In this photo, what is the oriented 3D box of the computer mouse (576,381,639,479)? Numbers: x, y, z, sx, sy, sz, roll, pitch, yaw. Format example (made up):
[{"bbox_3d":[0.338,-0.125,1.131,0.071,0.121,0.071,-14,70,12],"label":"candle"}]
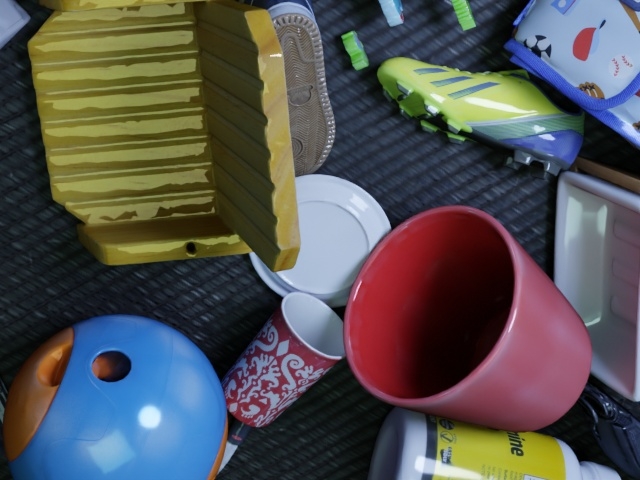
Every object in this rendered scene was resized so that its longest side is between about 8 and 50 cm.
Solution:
[{"bbox_3d":[0.415,0.269,1.519,0.272,0.188,0.072,38,94,-26],"label":"computer mouse"}]

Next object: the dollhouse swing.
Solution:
[{"bbox_3d":[-0.196,-0.125,1.262,0.315,0.305,0.347,-5,110,-2],"label":"dollhouse swing"}]

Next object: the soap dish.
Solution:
[{"bbox_3d":[0.412,0.048,1.413,0.118,0.229,0.291,-9,110,-19],"label":"soap dish"}]

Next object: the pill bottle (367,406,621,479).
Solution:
[{"bbox_3d":[0.247,0.354,1.515,0.334,0.188,0.188,15,107,-9],"label":"pill bottle"}]

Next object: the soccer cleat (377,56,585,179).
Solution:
[{"bbox_3d":[0.212,-0.182,1.396,0.289,0.093,0.121,24,83,-9],"label":"soccer cleat"}]

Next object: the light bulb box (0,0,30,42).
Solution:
[{"bbox_3d":[-0.601,-0.257,1.229,0.361,0.225,0.358,-41,107,8],"label":"light bulb box"}]

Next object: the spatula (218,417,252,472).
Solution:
[{"bbox_3d":[-0.138,0.308,1.554,0.084,0.030,0.296,27,104,-13],"label":"spatula"}]

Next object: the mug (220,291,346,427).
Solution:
[{"bbox_3d":[-0.040,0.169,1.450,0.150,0.113,0.169,12,128,-45],"label":"mug"}]

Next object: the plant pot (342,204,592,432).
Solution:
[{"bbox_3d":[0.208,0.124,1.387,0.243,0.275,0.275,32,105,-39],"label":"plant pot"}]

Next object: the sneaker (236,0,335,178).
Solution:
[{"bbox_3d":[-0.046,-0.216,1.358,0.099,0.153,0.282,-10,140,-8],"label":"sneaker"}]

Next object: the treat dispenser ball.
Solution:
[{"bbox_3d":[-0.263,0.240,1.386,0.288,0.288,0.288,-1,109,-4],"label":"treat dispenser ball"}]

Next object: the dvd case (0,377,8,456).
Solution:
[{"bbox_3d":[-0.544,0.257,1.515,0.221,0.018,0.164,-20,108,3],"label":"dvd case"}]

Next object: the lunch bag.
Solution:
[{"bbox_3d":[0.466,-0.257,1.308,0.385,0.239,0.328,37,104,2],"label":"lunch bag"}]

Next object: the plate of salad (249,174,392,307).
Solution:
[{"bbox_3d":[0.000,0.000,1.450,0.200,0.048,0.200,3,115,7],"label":"plate of salad"}]

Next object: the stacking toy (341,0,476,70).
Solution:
[{"bbox_3d":[0.073,-0.322,1.306,0.167,0.052,0.221,-18,122,20],"label":"stacking toy"}]
